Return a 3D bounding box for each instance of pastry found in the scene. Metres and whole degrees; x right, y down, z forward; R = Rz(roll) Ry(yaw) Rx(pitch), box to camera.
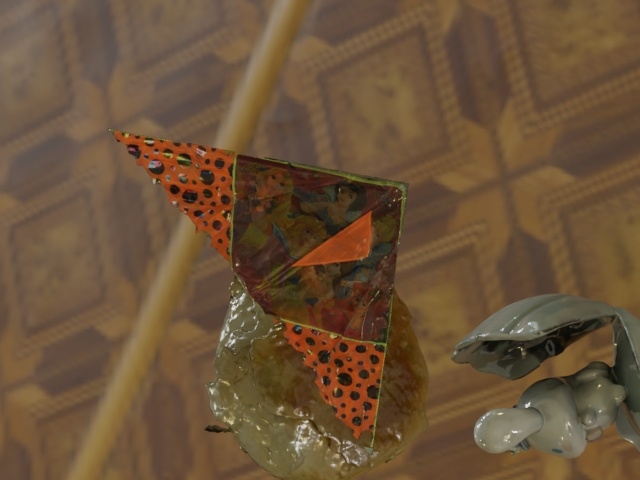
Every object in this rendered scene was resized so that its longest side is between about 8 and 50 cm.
[{"bbox_3d":[0.000,0.080,1.222,0.081,0.153,0.153,-35,60,56],"label":"pastry"}]

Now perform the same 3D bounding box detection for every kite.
[{"bbox_3d":[0.000,0.001,1.008,0.125,0.008,0.222,-34,99,32],"label":"kite"}]

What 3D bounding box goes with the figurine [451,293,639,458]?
[{"bbox_3d":[0.101,0.065,0.843,0.086,0.094,0.082,-11,74,-4],"label":"figurine"}]
